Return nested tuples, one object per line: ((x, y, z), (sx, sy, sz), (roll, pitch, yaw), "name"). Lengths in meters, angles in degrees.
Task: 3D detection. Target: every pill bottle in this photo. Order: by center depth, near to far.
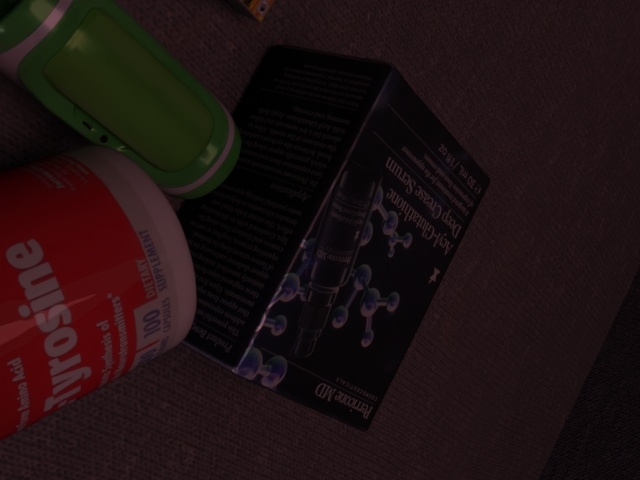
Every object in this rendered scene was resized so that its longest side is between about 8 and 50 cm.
((-0.333, 0.076, 0.735), (0.408, 0.229, 0.229), (-27, 123, -37), "pill bottle")

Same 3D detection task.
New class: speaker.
((-0.210, -0.160, 0.852), (0.296, 0.131, 0.131), (42, 74, -47), "speaker")

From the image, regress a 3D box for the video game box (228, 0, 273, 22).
((-0.062, -0.369, 0.913), (0.205, 0.048, 0.187), (-59, 159, 3), "video game box")

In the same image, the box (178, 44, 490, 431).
((0.000, 0.000, 1.073), (0.293, 0.212, 0.395), (35, 79, -48), "box")
